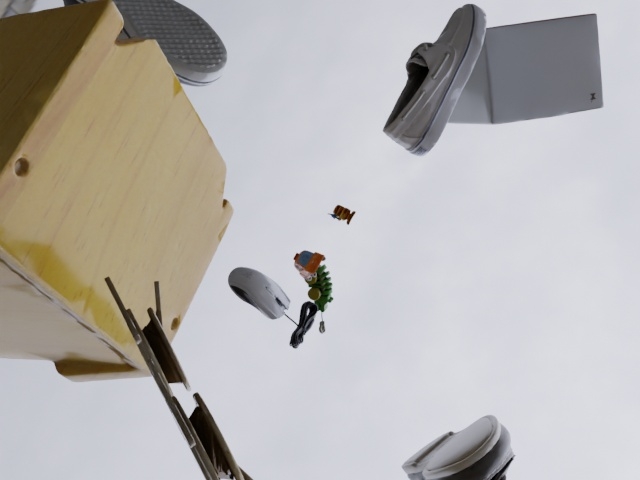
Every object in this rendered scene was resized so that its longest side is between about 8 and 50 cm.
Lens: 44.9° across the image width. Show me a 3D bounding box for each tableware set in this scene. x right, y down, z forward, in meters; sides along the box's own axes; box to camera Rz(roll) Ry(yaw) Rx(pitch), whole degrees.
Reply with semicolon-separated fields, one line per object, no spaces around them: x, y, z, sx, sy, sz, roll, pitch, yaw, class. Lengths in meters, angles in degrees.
-0.098;0.115;0.584;0.039;0.128;0.194;-27;-138;-16;tableware set

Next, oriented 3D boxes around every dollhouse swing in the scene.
-0.321;-0.036;0.787;0.305;0.346;0.315;14;-114;21;dollhouse swing

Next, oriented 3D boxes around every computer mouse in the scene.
-0.094;0.115;1.501;0.106;0.193;0.042;-55;-176;-36;computer mouse

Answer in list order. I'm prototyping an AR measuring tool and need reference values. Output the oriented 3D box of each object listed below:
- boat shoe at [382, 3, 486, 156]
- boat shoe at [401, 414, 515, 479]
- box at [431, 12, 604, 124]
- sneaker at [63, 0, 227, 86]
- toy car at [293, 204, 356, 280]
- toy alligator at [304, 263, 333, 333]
0.170;-0.255;1.158;0.095;0.084;0.258;-17;-131;66;boat shoe
0.179;0.285;0.938;0.112;0.335;0.095;-36;-101;-12;boat shoe
0.354;-0.320;1.492;0.215;0.168;0.345;-10;-169;-10;box
-0.281;-0.321;1.239;0.321;0.127;0.126;38;-129;16;sneaker
0.000;0.000;1.118;0.122;0.041;0.060;-59;-175;0;toy car
0.006;0.116;1.707;0.051;0.189;0.056;-7;-166;23;toy alligator
